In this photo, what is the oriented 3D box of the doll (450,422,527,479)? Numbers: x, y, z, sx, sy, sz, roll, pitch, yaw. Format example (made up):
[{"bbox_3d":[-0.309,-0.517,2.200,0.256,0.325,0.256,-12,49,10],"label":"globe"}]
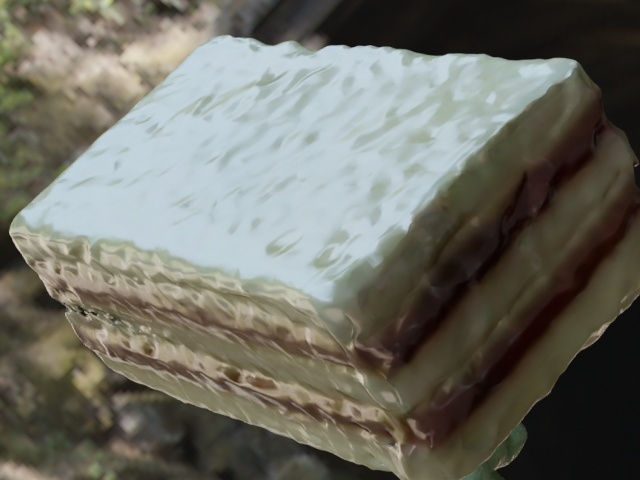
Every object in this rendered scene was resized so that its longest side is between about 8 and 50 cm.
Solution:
[{"bbox_3d":[0.133,0.191,1.650,0.077,0.115,0.150,-8,21,36],"label":"doll"}]

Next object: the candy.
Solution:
[{"bbox_3d":[0.000,0.000,0.953,0.179,0.321,0.135,-46,-60,-23],"label":"candy"}]
